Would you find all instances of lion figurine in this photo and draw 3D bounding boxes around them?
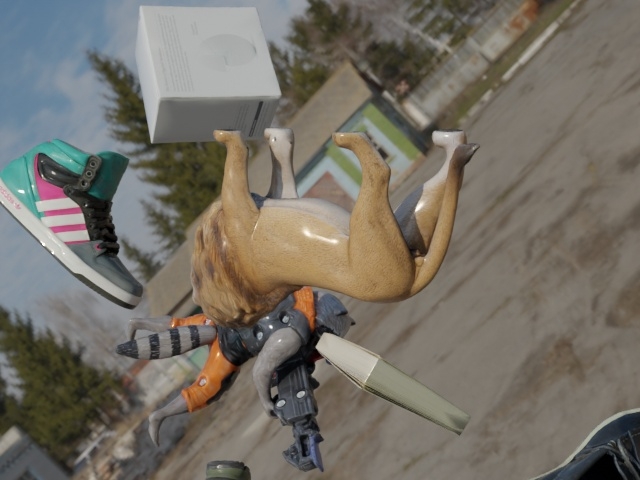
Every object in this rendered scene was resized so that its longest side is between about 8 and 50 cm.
[{"bbox_3d":[0.000,0.000,0.931,0.392,0.240,0.142,7,12,43],"label":"lion figurine"}]

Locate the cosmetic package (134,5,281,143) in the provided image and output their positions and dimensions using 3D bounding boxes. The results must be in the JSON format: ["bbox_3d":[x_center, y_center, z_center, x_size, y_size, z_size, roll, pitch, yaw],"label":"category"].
[{"bbox_3d":[-0.216,-0.309,1.610,0.225,0.224,0.138,-4,-30,-21],"label":"cosmetic package"}]

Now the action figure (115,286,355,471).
[{"bbox_3d":[-0.102,0.172,1.232,0.330,0.178,0.341,-21,42,-4],"label":"action figure"}]

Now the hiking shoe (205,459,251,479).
[{"bbox_3d":[-0.123,0.425,1.284,0.086,0.227,0.114,-7,42,23],"label":"hiking shoe"}]

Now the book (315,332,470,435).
[{"bbox_3d":[0.073,0.142,0.873,0.035,0.144,0.096,-60,32,-3],"label":"book"}]

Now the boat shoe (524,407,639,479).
[{"bbox_3d":[0.469,0.412,1.407,0.500,0.186,0.156,-16,1,-31],"label":"boat shoe"}]

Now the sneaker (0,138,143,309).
[{"bbox_3d":[-0.342,-0.048,1.325,0.178,0.295,0.124,-47,-1,0],"label":"sneaker"}]
